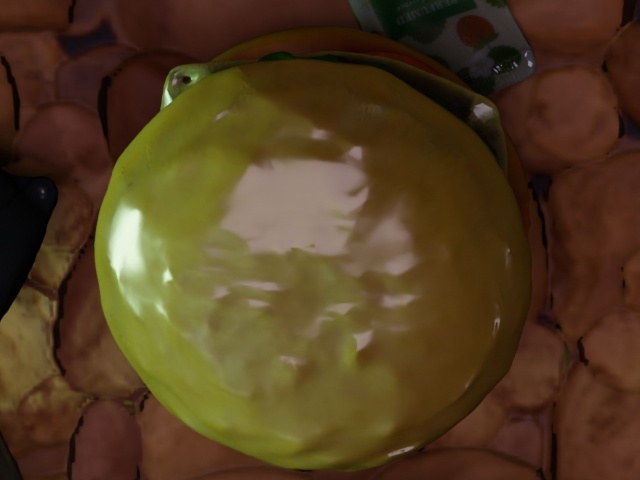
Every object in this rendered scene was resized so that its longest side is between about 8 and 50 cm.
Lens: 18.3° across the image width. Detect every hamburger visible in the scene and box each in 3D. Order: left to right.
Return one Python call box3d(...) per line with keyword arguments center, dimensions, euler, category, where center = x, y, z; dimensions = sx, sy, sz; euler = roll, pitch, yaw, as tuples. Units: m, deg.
box3d(center=(0.000, 0.000, 0.710), dimensions=(0.162, 0.115, 0.162), euler=(2, 113, 5), category="hamburger")

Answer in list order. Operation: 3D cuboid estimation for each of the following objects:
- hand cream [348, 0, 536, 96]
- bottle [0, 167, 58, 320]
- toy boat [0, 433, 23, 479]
box3d(center=(0.022, -0.121, 0.719), dimensions=(0.057, 0.037, 0.165), euler=(-22, 109, 13), category="hand cream")
box3d(center=(-0.213, -0.051, 0.744), dimensions=(0.244, 0.072, 0.082), euler=(34, 79, -5), category="bottle")
box3d(center=(-0.136, 0.114, 0.765), dimensions=(0.016, 0.115, 0.063), euler=(-21, 103, 12), category="toy boat")
